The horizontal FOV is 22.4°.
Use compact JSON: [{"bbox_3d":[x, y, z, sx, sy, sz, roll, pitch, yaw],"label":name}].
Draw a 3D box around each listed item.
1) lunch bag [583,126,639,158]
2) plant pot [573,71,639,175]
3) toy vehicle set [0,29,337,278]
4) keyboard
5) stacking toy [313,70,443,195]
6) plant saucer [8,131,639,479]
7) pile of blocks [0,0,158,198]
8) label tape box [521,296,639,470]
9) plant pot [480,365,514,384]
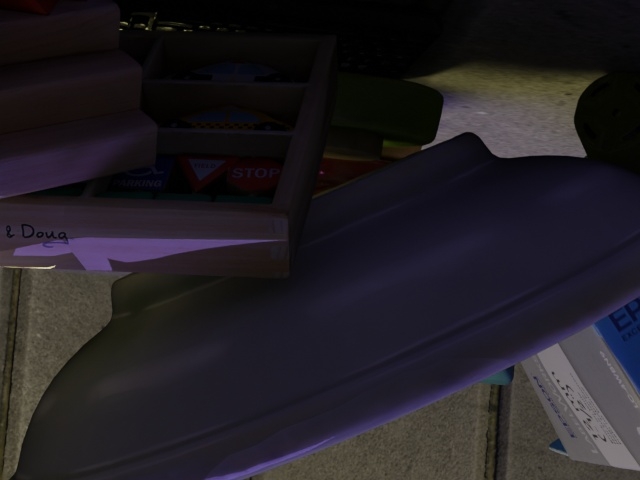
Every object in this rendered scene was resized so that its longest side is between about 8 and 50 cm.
[{"bbox_3d":[0.203,-0.049,1.079,0.065,0.067,0.098,4,176,6],"label":"lunch bag"},{"bbox_3d":[0.187,-0.061,0.963,0.083,0.083,0.079,1,162,31],"label":"plant pot"},{"bbox_3d":[-0.133,-0.048,0.778,0.267,0.035,0.166,2,-145,7],"label":"toy vehicle set"},{"bbox_3d":[-0.035,-0.111,0.860,0.180,0.023,0.108,6,174,-12],"label":"keyboard"},{"bbox_3d":[-0.069,-0.034,1.027,0.309,0.130,0.279,5,178,-10],"label":"stacking toy"},{"bbox_3d":[0.004,0.027,0.864,0.401,0.100,0.400,-23,-178,1],"label":"plant saucer"},{"bbox_3d":[-0.249,-0.092,0.672,0.362,0.112,0.149,0,-149,-11],"label":"pile of blocks"},{"bbox_3d":[0.254,0.032,1.027,0.249,0.115,0.348,-33,180,-7],"label":"label tape box"},{"bbox_3d":[0.108,0.038,1.600,0.166,0.165,0.234,3,166,10],"label":"plant pot"}]
